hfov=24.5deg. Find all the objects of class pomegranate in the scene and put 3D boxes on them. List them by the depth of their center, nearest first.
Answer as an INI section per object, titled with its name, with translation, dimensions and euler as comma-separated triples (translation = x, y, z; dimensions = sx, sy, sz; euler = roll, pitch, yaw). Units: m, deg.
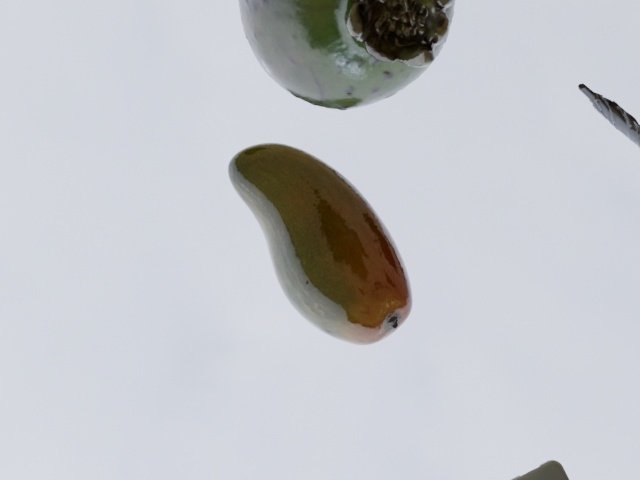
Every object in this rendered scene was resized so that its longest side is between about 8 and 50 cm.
[pomegranate]
translation = 0.040, -0.263, 1.484
dimensions = 0.242, 0.306, 0.242
euler = 2, -97, -16

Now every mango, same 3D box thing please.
[mango]
translation = 0.006, -0.001, 1.764
dimensions = 0.146, 0.129, 0.289
euler = -27, -109, 1

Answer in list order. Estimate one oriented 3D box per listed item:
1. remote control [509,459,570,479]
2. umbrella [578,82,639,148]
[remote control]
translation = 0.205, 0.262, 1.153
dimensions = 0.050, 0.027, 0.184
euler = -26, -93, -1
[umbrella]
translation = 0.322, -0.103, 1.450
dimensions = 0.269, 0.044, 0.044
euler = 30, -113, -52
